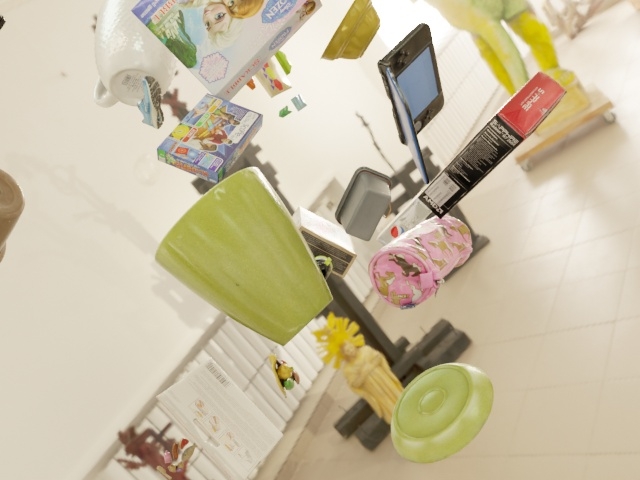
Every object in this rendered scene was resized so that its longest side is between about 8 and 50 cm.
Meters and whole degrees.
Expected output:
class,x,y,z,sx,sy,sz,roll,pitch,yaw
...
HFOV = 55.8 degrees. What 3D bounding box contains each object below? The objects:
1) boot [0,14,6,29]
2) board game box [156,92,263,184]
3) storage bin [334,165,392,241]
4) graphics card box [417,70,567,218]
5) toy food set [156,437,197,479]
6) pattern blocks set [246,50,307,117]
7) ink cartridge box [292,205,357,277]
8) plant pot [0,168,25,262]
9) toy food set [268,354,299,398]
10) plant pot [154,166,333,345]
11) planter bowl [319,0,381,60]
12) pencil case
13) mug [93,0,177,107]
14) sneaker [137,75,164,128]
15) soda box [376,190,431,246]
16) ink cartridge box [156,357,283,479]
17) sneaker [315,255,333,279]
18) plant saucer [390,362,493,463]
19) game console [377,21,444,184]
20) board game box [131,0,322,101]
class,x,y,z,sx,sy,sz,roll,pitch,yaw
boot,-0.865,-0.558,1.535,0.099,0.045,0.121,58,-129,-66
board game box,-0.221,-0.212,1.232,0.035,0.136,0.201,103,-167,-51
storage bin,0.096,-0.064,1.220,0.091,0.098,0.135,-97,31,-64
graphics card box,0.413,-0.227,1.491,0.233,0.094,0.371,-44,-6,-33
toy food set,-0.413,0.622,1.745,0.019,0.078,0.122,-22,25,49
pattern blocks set,-0.168,-0.516,1.804,0.026,0.325,0.285,-27,3,33
ink cartridge box,0.000,0.000,1.828,0.088,0.193,0.235,-59,12,14
plant pot,-0.819,-0.060,1.397,0.229,0.263,0.263,-34,16,23
toy food set,-0.112,0.429,1.958,0.071,0.128,0.218,-22,-21,-7
plant pot,-0.122,0.055,1.192,0.275,0.293,0.275,-44,-6,-6
planter bowl,0.092,-0.528,1.531,0.217,0.090,0.217,-56,7,11
pencil case,0.265,0.042,1.527,0.160,0.167,0.386,-41,-6,30
mug,-0.654,-0.602,2.060,0.374,0.276,0.328,-32,50,29
sneaker,-0.508,-0.403,1.769,0.073,0.162,0.063,11,38,8
soda box,0.284,-0.063,2.010,0.216,0.069,0.074,-47,1,30
ink cartridge box,-0.263,0.468,1.546,0.066,0.296,0.261,-48,-8,22
sneaker,-0.053,0.134,1.661,0.235,0.084,0.097,-54,3,7
plant saucer,0.234,0.335,1.223,0.241,0.037,0.241,-35,20,15
game console,0.260,-0.335,1.497,0.250,0.293,0.173,-46,54,-12
board game box,-0.216,-0.525,1.365,0.319,0.318,0.066,-46,-15,4
